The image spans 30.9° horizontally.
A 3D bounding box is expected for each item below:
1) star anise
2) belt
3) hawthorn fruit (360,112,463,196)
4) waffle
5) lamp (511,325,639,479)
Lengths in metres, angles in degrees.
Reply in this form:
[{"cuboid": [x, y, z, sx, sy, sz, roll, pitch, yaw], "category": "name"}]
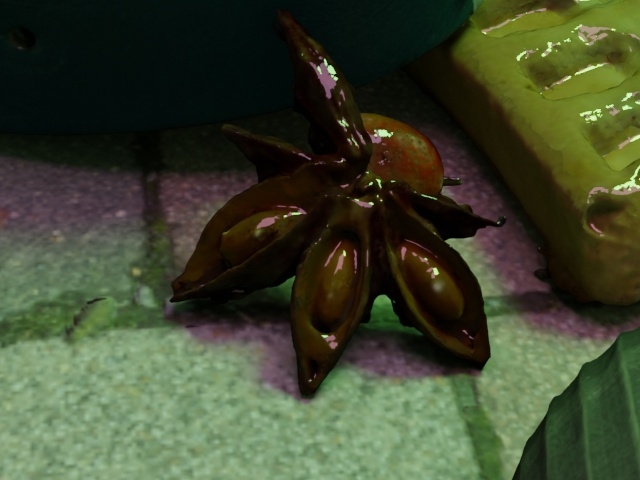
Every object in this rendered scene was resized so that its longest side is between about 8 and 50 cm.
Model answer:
[{"cuboid": [0.000, 0.000, 0.597, 0.157, 0.053, 0.212, -43, 87, -6], "category": "star anise"}, {"cuboid": [-0.105, -0.217, 0.726, 0.436, 0.173, 0.300, -3, 46, 1], "category": "belt"}, {"cuboid": [0.034, -0.038, 0.664, 0.077, 0.077, 0.077, 4, 42, -3], "category": "hawthorn fruit"}, {"cuboid": [0.211, -0.136, 0.741, 0.304, 0.077, 0.348, -23, 45, -7], "category": "waffle"}, {"cuboid": [0.173, 0.133, 0.369, 0.233, 0.233, 0.265, 13, 23, 7], "category": "lamp"}]
